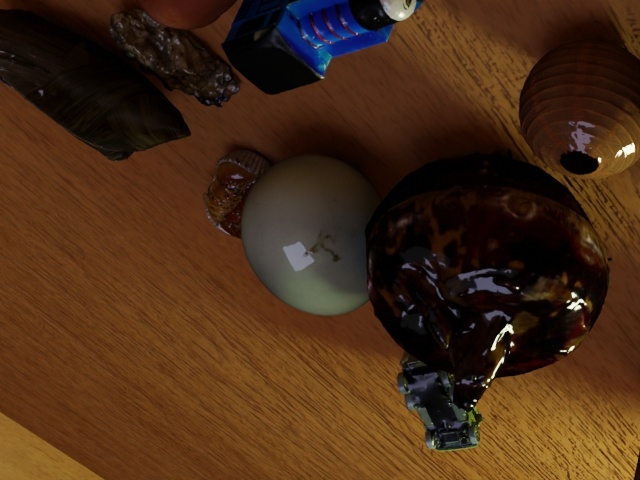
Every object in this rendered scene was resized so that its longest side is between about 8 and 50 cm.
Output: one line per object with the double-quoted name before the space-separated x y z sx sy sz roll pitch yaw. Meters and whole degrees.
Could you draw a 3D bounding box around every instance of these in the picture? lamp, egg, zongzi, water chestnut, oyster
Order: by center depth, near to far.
"lamp" 0.257 -0.124 1.058 0.136 0.136 0.136 16 151 10
"water chestnut" 0.187 0.057 1.247 0.299 0.300 0.300 16 151 10
"zongzi" -0.278 -0.192 1.275 0.247 0.111 0.241 36 166 -23
"oyster" -0.177 -0.209 1.288 0.105 0.056 0.177 7 153 39
"egg" 0.000 0.000 1.381 0.182 0.183 0.264 9 154 22

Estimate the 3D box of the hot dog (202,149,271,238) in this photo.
"hot dog" -0.109 -0.055 1.495 0.099 0.053 0.192 27 148 -2

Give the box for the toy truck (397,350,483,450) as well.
"toy truck" 0.187 0.229 1.712 0.085 0.116 0.191 -13 125 22

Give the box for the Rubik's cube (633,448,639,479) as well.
"Rubik's cube" 0.615 0.358 1.438 0.316 0.313 0.318 27 152 -10

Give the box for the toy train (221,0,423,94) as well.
"toy train" 0.012 -0.223 1.052 0.204 0.131 0.083 -10 138 43

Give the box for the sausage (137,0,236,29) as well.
"sausage" -0.105 -0.285 1.052 0.113 0.114 0.259 31 149 -16

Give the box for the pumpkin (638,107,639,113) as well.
"pumpkin" 0.398 -0.140 0.977 0.253 0.149 0.130 12 -166 -34
